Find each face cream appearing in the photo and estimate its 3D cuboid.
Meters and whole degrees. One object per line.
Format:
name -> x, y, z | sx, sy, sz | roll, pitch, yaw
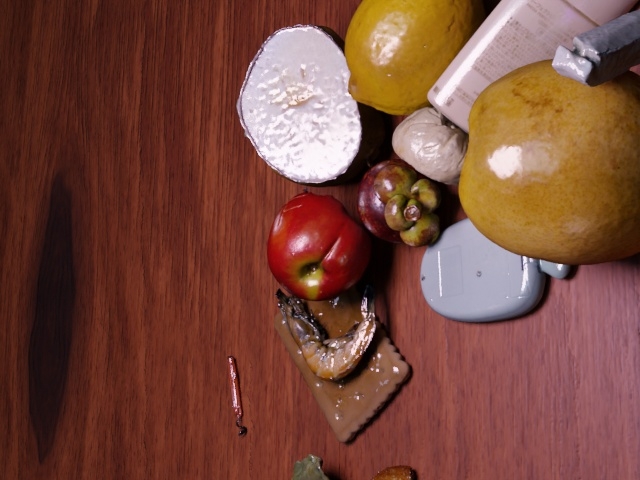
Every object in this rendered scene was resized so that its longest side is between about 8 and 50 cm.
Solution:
face cream -> 0.339, -0.313, 1.562 | 0.348, 0.174, 0.081 | -52, 14, 24

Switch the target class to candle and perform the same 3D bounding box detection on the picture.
candle -> -0.175, 0.325, 2.051 | 0.026, 0.021, 0.167 | 128, 135, -61

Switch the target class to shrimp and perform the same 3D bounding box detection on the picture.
shrimp -> 0.017, 0.129, 1.825 | 0.198, 0.051, 0.262 | -50, 46, 12

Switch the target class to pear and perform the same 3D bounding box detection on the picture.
pear -> 0.353, -0.111, 1.401 | 0.314, 0.314, 0.314 | -12, 73, 44

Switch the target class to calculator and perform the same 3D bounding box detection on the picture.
calculator -> 0.280, 0.042, 1.624 | 0.295, 0.042, 0.184 | -15, 71, 44

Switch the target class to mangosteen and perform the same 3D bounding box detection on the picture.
mangosteen -> 0.149, -0.073, 1.702 | 0.145, 0.156, 0.181 | -60, 16, -22

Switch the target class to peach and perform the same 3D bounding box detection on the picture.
peach -> 0.000, 0.000, 1.782 | 0.226, 0.190, 0.196 | -77, -5, -57

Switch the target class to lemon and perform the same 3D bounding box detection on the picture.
lemon -> 0.166, -0.347, 1.693 | 0.263, 0.236, 0.235 | -46, 52, 34

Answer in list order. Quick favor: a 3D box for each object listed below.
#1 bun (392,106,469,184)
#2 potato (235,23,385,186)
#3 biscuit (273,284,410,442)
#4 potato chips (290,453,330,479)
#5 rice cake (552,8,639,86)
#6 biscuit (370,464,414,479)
bun -> 0.206, -0.161, 1.657 | 0.164, 0.188, 0.111 | 34, 104, 9
potato -> -0.012, -0.242, 1.862 | 0.247, 0.196, 0.299 | -15, 85, 14
biscuit -> 0.028, 0.197, 1.853 | 0.217, 0.044, 0.324 | -50, 50, 24
potato chips -> -0.013, 0.611, 1.751 | 0.373, 0.097, 0.389 | 46, 121, 41
rice cake -> 0.450, -0.281, 1.330 | 0.066, 0.336, 0.063 | 39, 142, 42
biscuit -> 0.113, 0.490, 1.711 | 0.126, 0.025, 0.206 | 1, 82, 46
